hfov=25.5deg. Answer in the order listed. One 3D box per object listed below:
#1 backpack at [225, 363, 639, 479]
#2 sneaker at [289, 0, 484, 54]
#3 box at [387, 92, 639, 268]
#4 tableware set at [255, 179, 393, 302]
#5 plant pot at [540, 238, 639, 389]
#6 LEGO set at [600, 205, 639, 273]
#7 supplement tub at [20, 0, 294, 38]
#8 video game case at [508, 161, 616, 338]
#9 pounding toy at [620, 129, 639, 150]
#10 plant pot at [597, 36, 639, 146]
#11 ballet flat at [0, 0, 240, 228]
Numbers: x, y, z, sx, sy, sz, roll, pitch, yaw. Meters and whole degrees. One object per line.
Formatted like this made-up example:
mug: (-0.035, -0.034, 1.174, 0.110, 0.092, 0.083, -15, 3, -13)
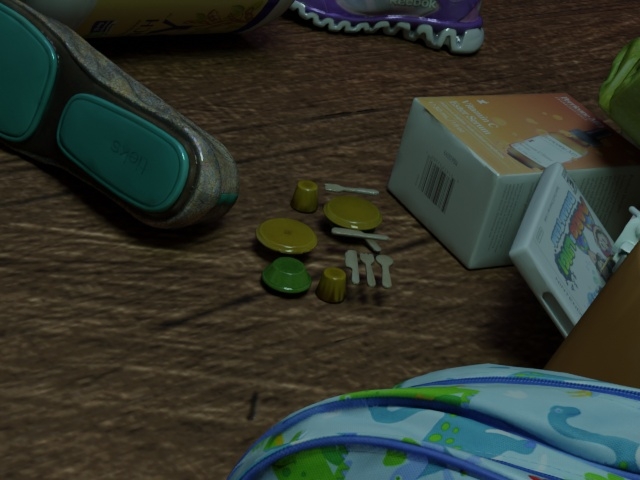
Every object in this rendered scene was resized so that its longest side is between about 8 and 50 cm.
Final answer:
backpack: (0.111, 0.186, 0.563, 0.273, 0.290, 0.355, -1, 25, -44)
sneaker: (0.070, -0.273, 1.501, 0.236, 0.104, 0.095, 8, 32, -11)
box: (0.167, -0.054, 1.182, 0.170, 0.091, 0.130, -6, 36, -32)
tableware set: (0.000, 0.000, 1.086, 0.104, 0.024, 0.154, 7, 31, -8)
plant pot: (0.248, 0.117, 0.815, 0.291, 0.203, 0.291, 12, 29, -7)
LEGO set: (0.346, 0.050, 1.001, 0.287, 0.107, 0.132, 30, 16, 3)
supplement tub: (-0.190, -0.305, 1.286, 0.331, 0.241, 0.241, -9, 37, -39)
video game case: (0.196, 0.030, 1.040, 0.143, 0.019, 0.157, 54, 29, -11)
pounding toy: (0.426, -0.131, 1.383, 0.237, 0.110, 0.183, 13, 29, 14)
plant pot: (0.369, -0.105, 1.106, 0.254, 0.276, 0.276, 35, 30, -3)
ballet flat: (-0.186, -0.100, 1.115, 0.316, 0.107, 0.106, 38, 17, 26)
